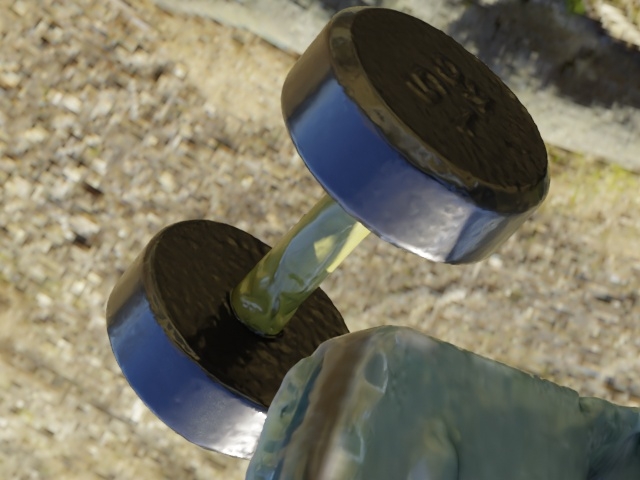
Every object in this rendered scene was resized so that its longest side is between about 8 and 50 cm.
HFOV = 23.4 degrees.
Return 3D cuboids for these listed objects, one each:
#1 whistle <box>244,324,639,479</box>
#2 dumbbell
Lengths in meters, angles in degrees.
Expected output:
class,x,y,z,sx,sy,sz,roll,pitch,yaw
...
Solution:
class,x,y,z,sx,sy,sz,roll,pitch,yaw
whistle,0.147,0.143,0.557,0.404,0.168,0.188,14,162,-14
dumbbell,0.000,0.000,1.166,0.203,0.204,0.322,35,121,-11
